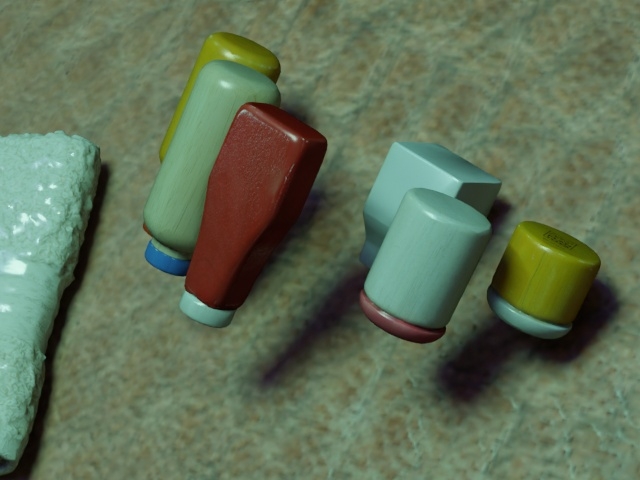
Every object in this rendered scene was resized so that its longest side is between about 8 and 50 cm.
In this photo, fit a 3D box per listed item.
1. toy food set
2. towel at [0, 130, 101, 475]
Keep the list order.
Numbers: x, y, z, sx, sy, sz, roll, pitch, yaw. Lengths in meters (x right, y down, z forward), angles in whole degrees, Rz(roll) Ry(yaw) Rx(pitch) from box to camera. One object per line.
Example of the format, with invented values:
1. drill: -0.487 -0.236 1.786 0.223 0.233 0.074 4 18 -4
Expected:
1. toy food set: 0.000 0.000 0.822 0.232 0.111 0.104 33 108 27
2. towel: -0.254 0.029 0.956 0.282 0.049 0.187 -3 59 25
